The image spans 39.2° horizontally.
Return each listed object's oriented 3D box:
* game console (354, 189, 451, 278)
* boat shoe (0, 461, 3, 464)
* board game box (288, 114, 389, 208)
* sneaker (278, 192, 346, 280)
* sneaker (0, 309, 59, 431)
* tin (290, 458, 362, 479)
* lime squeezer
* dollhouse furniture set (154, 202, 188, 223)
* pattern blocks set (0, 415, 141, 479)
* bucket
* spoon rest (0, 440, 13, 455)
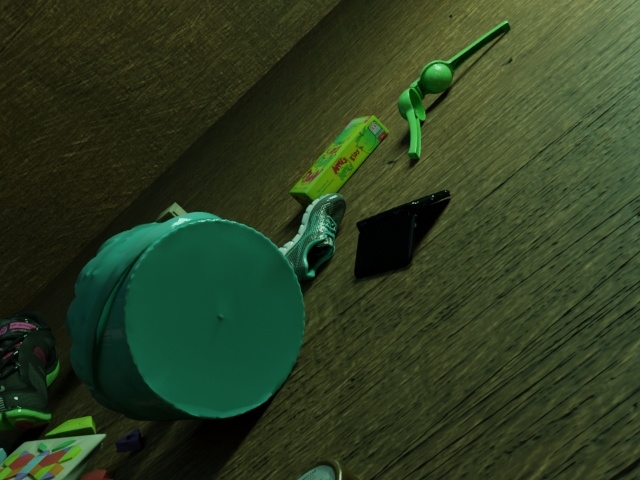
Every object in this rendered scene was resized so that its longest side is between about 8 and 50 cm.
[{"bbox_3d":[0.104,-0.008,1.151,0.107,0.071,0.122,-21,1,-35],"label":"game console"},{"bbox_3d":[-0.509,0.427,1.442,0.302,0.103,0.113,-158,79,-67],"label":"boat shoe"},{"bbox_3d":[0.031,-0.135,1.555,0.181,0.043,0.092,-49,18,-11],"label":"board game box"},{"bbox_3d":[0.000,0.000,1.322,0.076,0.065,0.166,6,55,48],"label":"sneaker"},{"bbox_3d":[-0.669,0.275,1.939,0.185,0.202,0.483,-6,13,-13],"label":"sneaker"},{"bbox_3d":[-0.012,0.265,0.765,0.106,0.040,0.189,-43,17,23],"label":"tin"},{"bbox_3d":[0.185,-0.245,1.425,0.310,0.059,0.110,-53,18,-25],"label":"lime squeezer"},{"bbox_3d":[-0.245,0.063,1.516,0.161,0.182,0.101,-34,21,32],"label":"dollhouse furniture set"},{"bbox_3d":[-0.419,0.340,1.329,0.325,0.026,0.285,-16,15,10],"label":"pattern blocks set"},{"bbox_3d":[-0.167,0.099,1.137,0.183,0.281,0.281,-11,38,57],"label":"bucket"},{"bbox_3d":[-0.742,0.516,1.866,0.137,0.084,0.276,-31,9,37],"label":"spoon rest"}]
